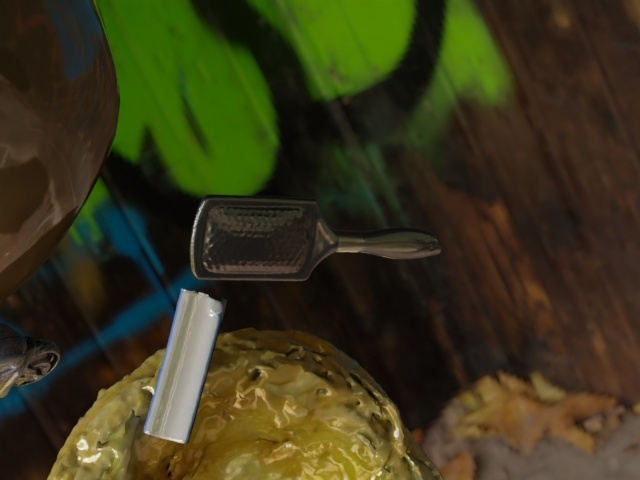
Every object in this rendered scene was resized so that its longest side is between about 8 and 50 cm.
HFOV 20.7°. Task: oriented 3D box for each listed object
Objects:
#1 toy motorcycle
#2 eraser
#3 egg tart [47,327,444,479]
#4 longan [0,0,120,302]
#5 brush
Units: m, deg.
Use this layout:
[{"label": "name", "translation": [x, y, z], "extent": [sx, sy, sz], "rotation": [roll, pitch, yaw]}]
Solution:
[{"label": "toy motorcycle", "translation": [-0.307, 0.119, 1.440], "extent": [0.193, 0.124, 0.061], "rotation": [-26, 66, -12]}, {"label": "eraser", "translation": [-0.076, 0.072, 0.987], "extent": [0.027, 0.084, 0.063], "rotation": [14, -7, -1]}, {"label": "egg tart", "translation": [-0.047, 0.191, 1.088], "extent": [0.288, 0.288, 0.118], "rotation": [-39, 12, -26]}, {"label": "longan", "translation": [-0.199, -0.053, 0.642], "extent": [0.248, 0.248, 0.248], "rotation": [-23, 23, 10]}, {"label": "brush", "translation": [0.000, 0.000, 1.246], "extent": [0.193, 0.063, 0.016], "rotation": [1, 20, -25]}]
